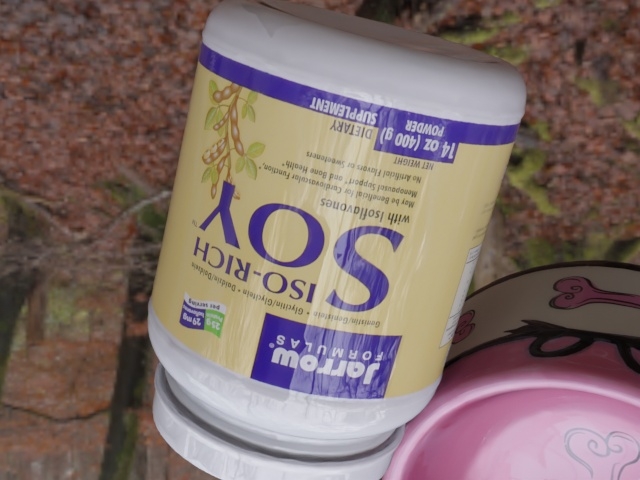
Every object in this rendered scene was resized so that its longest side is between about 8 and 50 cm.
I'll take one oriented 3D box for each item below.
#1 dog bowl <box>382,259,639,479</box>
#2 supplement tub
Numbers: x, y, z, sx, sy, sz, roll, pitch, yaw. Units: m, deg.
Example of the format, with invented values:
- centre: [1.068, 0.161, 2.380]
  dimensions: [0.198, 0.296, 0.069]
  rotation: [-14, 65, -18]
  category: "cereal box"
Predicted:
- centre: [0.231, 0.231, 0.764]
  dimensions: [0.408, 0.407, 0.150]
  rotation: [-4, -163, 28]
  category: "dog bowl"
- centre: [0.000, 0.000, 0.692]
  dimensions: [0.241, 0.331, 0.241]
  rotation: [13, -163, -4]
  category: "supplement tub"
